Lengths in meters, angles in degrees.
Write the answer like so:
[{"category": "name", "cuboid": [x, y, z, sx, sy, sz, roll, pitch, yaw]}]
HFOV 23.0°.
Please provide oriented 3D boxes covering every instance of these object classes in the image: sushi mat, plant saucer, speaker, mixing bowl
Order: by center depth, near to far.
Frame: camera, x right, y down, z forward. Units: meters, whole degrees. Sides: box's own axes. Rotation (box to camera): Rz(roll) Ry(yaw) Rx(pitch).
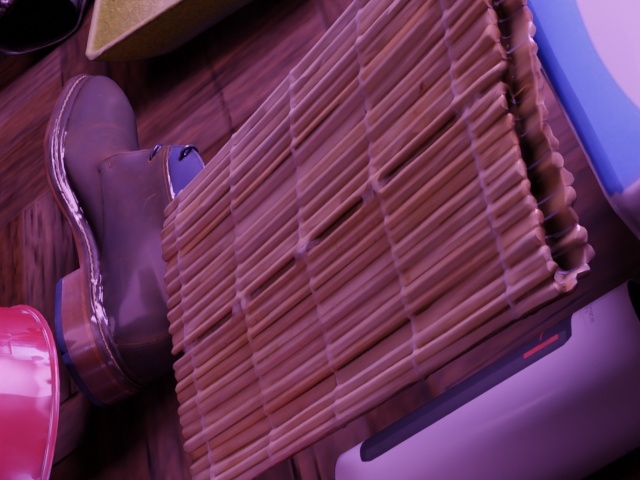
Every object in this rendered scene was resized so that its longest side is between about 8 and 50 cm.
[{"category": "speaker", "cuboid": [0.074, 0.071, 0.583, 0.136, 0.055, 0.055, -34, 37, 21]}, {"category": "sushi mat", "cuboid": [0.000, 0.000, 0.611, 0.316, 0.019, 0.151, 140, 126, -58]}, {"category": "mixing bowl", "cuboid": [-0.213, 0.107, 0.776, 0.181, 0.098, 0.181, -37, 43, 45]}, {"category": "plant saucer", "cuboid": [-0.058, -0.204, 1.002, 0.188, 0.045, 0.188, -27, 40, 27]}]

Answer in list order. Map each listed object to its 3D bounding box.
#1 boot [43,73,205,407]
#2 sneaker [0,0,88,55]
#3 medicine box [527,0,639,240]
[{"category": "boot", "cuboid": [-0.082, -0.020, 0.835, 0.106, 0.082, 0.219, -24, 50, 16]}, {"category": "sneaker", "cuboid": [-0.162, -0.230, 1.124, 0.222, 0.083, 0.118, -46, 40, 18]}, {"category": "medicine box", "cuboid": [0.209, -0.139, 0.534, 0.289, 0.149, 0.263, -35, 42, 18]}]
